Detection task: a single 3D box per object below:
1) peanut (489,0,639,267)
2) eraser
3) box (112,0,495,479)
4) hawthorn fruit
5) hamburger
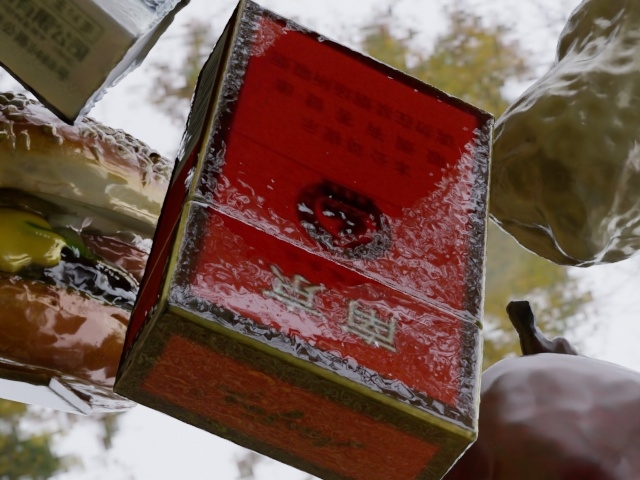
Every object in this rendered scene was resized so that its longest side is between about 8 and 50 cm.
[{"bbox_3d":[0.210,-0.093,1.109,0.159,0.291,0.143,29,-34,40],"label":"peanut"},{"bbox_3d":[-0.232,-0.215,1.184,0.287,0.130,0.086,41,-61,-4],"label":"eraser"},{"bbox_3d":[0.001,-0.001,0.845,0.074,0.153,0.240,-51,-161,37],"label":"box"},{"bbox_3d":[0.184,0.237,1.305,0.325,0.308,0.308,-97,-171,-66],"label":"hawthorn fruit"},{"bbox_3d":[-0.236,0.005,1.354,0.291,0.291,0.225,-6,-110,56],"label":"hamburger"}]
